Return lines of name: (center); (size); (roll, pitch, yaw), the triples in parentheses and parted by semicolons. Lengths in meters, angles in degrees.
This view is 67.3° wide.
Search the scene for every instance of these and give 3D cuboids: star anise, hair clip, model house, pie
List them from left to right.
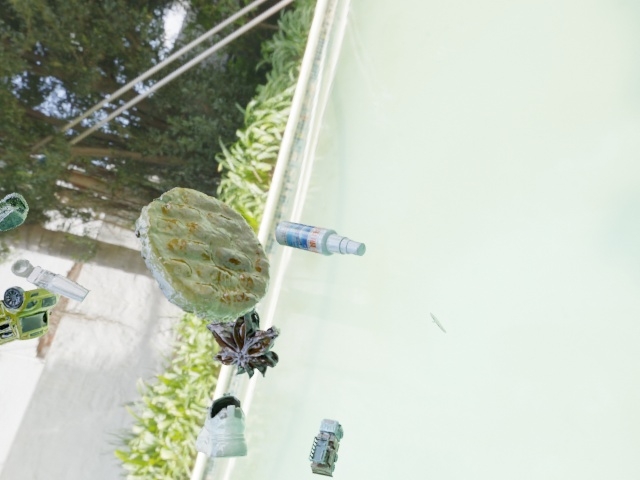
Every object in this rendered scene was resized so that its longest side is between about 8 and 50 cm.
model house: (-0.811, -0.072, 1.261); (0.078, 0.066, 0.083); (-34, 39, -6)
hair clip: (-0.470, 0.069, 0.832); (0.226, 0.072, 0.034); (6, 60, 43)
pie: (-0.243, 0.027, 1.043); (0.083, 0.339, 0.339); (-42, 27, 28)
star anise: (-0.202, 0.268, 1.295); (0.099, 0.220, 0.214); (-28, -47, -59)

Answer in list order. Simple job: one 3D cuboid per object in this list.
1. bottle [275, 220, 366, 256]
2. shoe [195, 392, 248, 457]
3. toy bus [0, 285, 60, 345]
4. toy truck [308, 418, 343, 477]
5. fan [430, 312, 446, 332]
bottle: (0.000, 0.000, 0.986); (0.217, 0.060, 0.060); (12, 85, 39)
shoe: (-0.267, 0.498, 1.317); (0.316, 0.124, 0.159); (149, 124, -64)
toy bus: (-0.889, 0.223, 1.348); (0.145, 0.331, 0.151); (-11, -96, -81)
toy truck: (0.018, 0.691, 1.636); (0.178, 0.080, 0.115); (-68, -30, -45)
fan: (0.279, 0.194, 1.167); (0.003, 0.080, 0.060); (-40, 37, 13)
